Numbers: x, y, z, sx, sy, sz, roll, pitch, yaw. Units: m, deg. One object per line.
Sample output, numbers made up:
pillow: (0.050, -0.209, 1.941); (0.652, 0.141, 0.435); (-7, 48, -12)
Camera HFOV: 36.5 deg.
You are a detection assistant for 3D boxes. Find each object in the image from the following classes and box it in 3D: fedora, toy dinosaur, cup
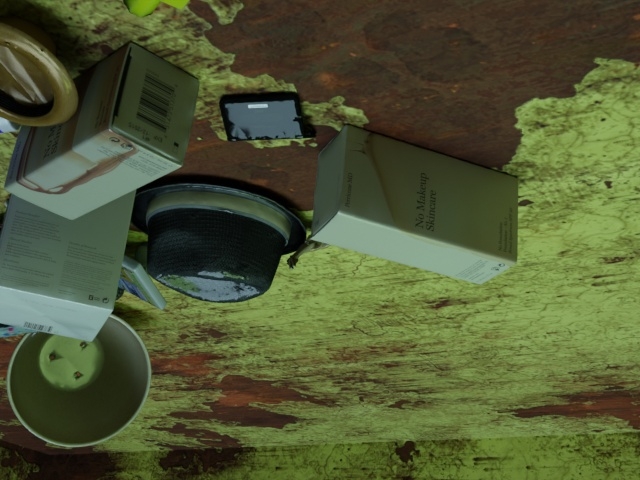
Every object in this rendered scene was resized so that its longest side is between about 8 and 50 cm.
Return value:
fedora: (-0.196, 0.019, 1.768); (0.334, 0.152, 0.334); (5, 155, 2)
fedora: (-0.410, -0.241, 1.324); (0.194, 0.079, 0.194); (9, 144, 7)
toy dinosaur: (0.000, 0.000, 1.790); (0.092, 0.053, 0.183); (-41, 169, 37)
cup: (-0.600, 0.312, 2.377); (0.331, 0.331, 0.237); (16, 179, -21)

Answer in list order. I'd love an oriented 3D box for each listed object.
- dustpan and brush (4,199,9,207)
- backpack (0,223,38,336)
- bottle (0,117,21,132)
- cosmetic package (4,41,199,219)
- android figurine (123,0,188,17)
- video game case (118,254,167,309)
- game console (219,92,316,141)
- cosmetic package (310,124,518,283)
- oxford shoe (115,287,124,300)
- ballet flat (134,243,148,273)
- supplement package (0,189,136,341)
dustpan and brush: (-0.499, -0.024, 1.822); (0.211, 0.147, 0.060); (37, 138, -4)
backpack: (-0.598, 0.078, 1.914); (0.254, 0.225, 0.191); (-15, 169, 40)
bottle: (-0.598, -0.182, 1.466); (0.283, 0.092, 0.118); (-7, 163, 5)
cosmetic package: (-0.325, -0.152, 1.426); (0.129, 0.153, 0.296); (27, 147, -36)
android figurine: (-0.191, -0.346, 1.076); (0.248, 0.056, 0.273); (18, 154, -24)
video game case: (-0.419, 0.055, 1.971); (0.193, 0.023, 0.212); (26, 160, 17)
game console: (-0.078, -0.184, 1.463); (0.122, 0.071, 0.107); (-1, 125, 14)
cosmetic package: (0.151, -0.052, 1.525); (0.310, 0.160, 0.113); (14, 153, -20)
oxford shoe: (-0.543, 0.092, 2.129); (0.227, 0.082, 0.096); (8, 178, -8)
ballet flat: (-0.284, 0.067, 1.999); (0.213, 0.068, 0.072); (19, 152, -26)
supplement package: (-0.446, 0.007, 1.665); (0.199, 0.262, 0.198); (14, 154, -18)
